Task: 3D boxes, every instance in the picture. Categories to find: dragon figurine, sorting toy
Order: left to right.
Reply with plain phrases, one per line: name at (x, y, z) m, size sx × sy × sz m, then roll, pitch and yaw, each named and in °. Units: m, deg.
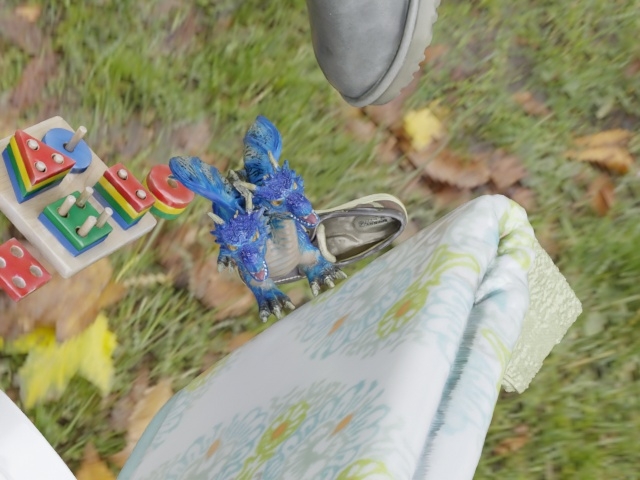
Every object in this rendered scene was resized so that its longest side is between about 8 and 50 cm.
sorting toy at (-0.214, -0.046, 1.483) m, size 0.132 × 0.046 × 0.274 m, roll 47°, pitch 34°, yaw 6°
dragon figurine at (-0.058, -0.037, 1.332) m, size 0.085 × 0.289 × 0.144 m, roll -26°, pitch 126°, yaw -5°

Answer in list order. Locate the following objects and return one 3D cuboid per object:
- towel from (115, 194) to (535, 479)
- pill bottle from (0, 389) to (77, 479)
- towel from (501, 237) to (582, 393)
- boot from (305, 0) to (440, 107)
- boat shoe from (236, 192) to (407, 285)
towel at (-0.021, 0.153, 1.132) m, size 0.090 × 0.320 × 0.374 m, roll 48°, pitch 35°, yaw -16°
pill bottle at (-0.195, 0.153, 0.769) m, size 0.193 × 0.108 × 0.108 m, roll -39°, pitch 90°, yaw -16°
towel at (0.156, 0.051, 1.480) m, size 0.110 × 0.027 × 0.148 m, roll -52°, pitch 126°, yaw -12°
boot at (-0.050, -0.130, 0.722) m, size 0.208 × 0.190 × 0.076 m, roll -9°, pitch 42°, yaw -24°
boat shoe at (0.000, 0.000, 1.475) m, size 0.152 × 0.049 × 0.056 m, roll -23°, pitch 98°, yaw 2°
